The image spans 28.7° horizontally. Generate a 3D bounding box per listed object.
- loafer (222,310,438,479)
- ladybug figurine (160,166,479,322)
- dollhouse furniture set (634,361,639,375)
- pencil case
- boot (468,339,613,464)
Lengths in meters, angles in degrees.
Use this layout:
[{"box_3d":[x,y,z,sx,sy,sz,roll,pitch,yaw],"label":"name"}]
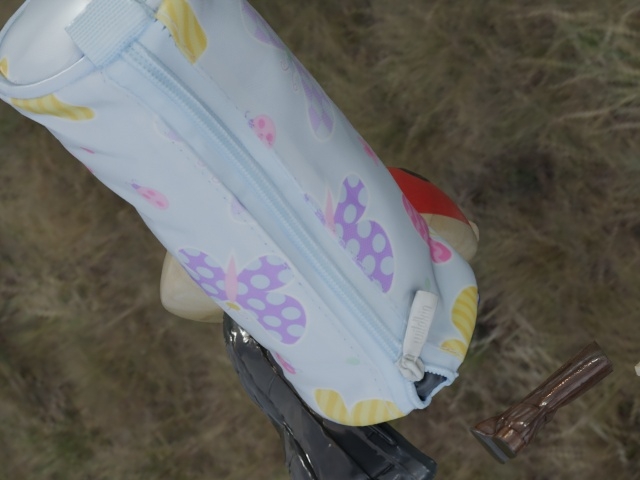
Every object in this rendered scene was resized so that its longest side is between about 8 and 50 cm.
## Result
[{"box_3d":[0.003,0.092,0.763,0.076,0.078,0.223,47,-175,-39],"label":"loafer"},{"box_3d":[0.000,0.000,1.677,0.305,0.449,0.161,143,118,-66],"label":"ladybug figurine"},{"box_3d":[0.555,0.161,1.398,0.286,0.303,0.198,-2,114,51],"label":"dollhouse furniture set"},{"box_3d":[-0.030,-0.024,0.593,0.273,0.113,0.124,49,-165,-34],"label":"pencil case"},{"box_3d":[0.176,0.126,0.992,0.037,0.114,0.106,48,168,-4],"label":"boot"}]
